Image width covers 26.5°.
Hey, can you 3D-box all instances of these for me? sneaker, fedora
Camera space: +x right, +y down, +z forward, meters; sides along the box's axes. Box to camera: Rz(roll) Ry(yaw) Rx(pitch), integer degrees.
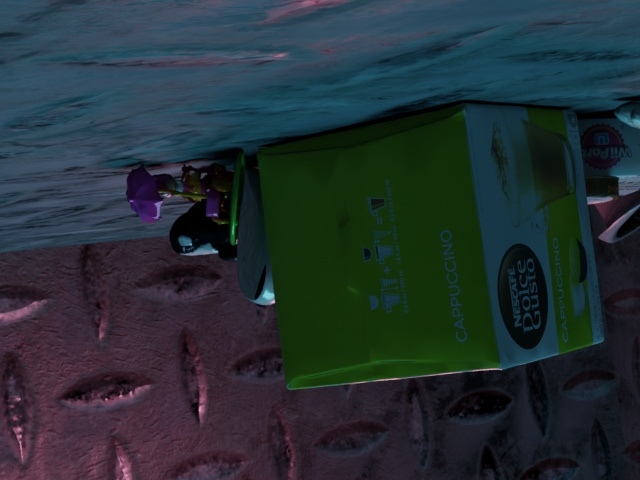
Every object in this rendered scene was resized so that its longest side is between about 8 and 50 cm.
[{"bbox_3d":[0.000,0.000,2.037,0.236,0.130,0.323,11,-153,-15],"label":"sneaker"},{"bbox_3d":[0.575,-0.115,2.475,0.243,0.124,0.275,-37,165,-10],"label":"fedora"}]

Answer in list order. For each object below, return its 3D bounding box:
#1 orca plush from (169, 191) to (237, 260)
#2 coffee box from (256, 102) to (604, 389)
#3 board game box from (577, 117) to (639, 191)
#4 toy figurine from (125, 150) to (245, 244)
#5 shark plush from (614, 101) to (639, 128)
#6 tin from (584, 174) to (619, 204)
[{"bbox_3d":[-0.139,-0.053,2.316,0.287,0.151,0.102,-6,147,22],"label":"orca plush"},{"bbox_3d":[0.156,0.010,1.881,0.338,0.338,0.334,-9,177,34],"label":"coffee box"},{"bbox_3d":[0.412,-0.127,2.169,0.224,0.098,0.303,-2,178,-3],"label":"board game box"},{"bbox_3d":[-0.189,-0.073,1.891,0.159,0.130,0.173,5,-158,0],"label":"toy figurine"},{"bbox_3d":[0.466,-0.191,1.955,0.067,0.073,0.161,11,-155,18],"label":"shark plush"},{"bbox_3d":[0.350,-0.070,2.018,0.189,0.040,0.106,-5,171,35],"label":"tin"}]
